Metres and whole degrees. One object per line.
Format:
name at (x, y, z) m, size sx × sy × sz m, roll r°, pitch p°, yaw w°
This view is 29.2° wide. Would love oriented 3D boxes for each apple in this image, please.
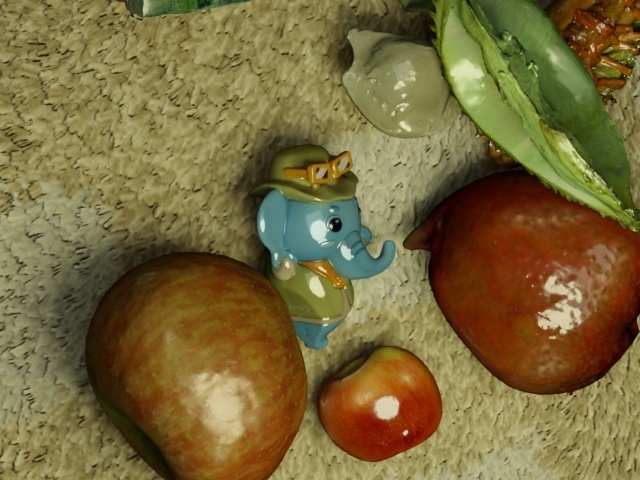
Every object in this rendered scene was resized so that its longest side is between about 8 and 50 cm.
apple at (0.081, 0.221, 1.629) m, size 0.163 × 0.163 × 0.139 m, roll -36°, pitch 95°, yaw -8°
apple at (-0.137, 0.160, 1.512) m, size 0.250 × 0.277 × 0.309 m, roll -39°, pitch 119°, yaw -23°

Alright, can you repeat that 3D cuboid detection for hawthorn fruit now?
hawthorn fruit at (0.290, 0.041, 1.613) m, size 0.295 × 0.295 × 0.311 m, roll -36°, pitch 79°, yaw -8°

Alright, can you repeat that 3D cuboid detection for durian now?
durian at (0.275, -0.178, 1.481) m, size 0.163 × 0.198 × 0.394 m, roll -32°, pitch 82°, yaw -8°

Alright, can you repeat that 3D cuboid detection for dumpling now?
dumpling at (0.108, -0.202, 1.606) m, size 0.199 × 0.118 × 0.136 m, roll 25°, pitch 84°, yaw -20°

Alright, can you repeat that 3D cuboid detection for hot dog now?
hot dog at (0.344, -0.241, 1.649) m, size 0.349 × 0.117 × 0.158 m, roll -43°, pitch 131°, yaw -7°

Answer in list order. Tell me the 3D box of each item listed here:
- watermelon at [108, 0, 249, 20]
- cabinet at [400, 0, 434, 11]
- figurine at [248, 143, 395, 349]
watermelon at (-0.194, -0.373, 1.522) m, size 0.261 × 0.201 × 0.213 m, roll -17°, pitch 102°, yaw -55°
cabinet at (0.182, -0.409, 1.588) m, size 0.206 × 0.150 × 0.145 m, roll -32°, pitch 108°, yaw -8°
figurine at (-0.004, 0.000, 1.604) m, size 0.180 × 0.154 × 0.262 m, roll -26°, pitch 119°, yaw -19°
